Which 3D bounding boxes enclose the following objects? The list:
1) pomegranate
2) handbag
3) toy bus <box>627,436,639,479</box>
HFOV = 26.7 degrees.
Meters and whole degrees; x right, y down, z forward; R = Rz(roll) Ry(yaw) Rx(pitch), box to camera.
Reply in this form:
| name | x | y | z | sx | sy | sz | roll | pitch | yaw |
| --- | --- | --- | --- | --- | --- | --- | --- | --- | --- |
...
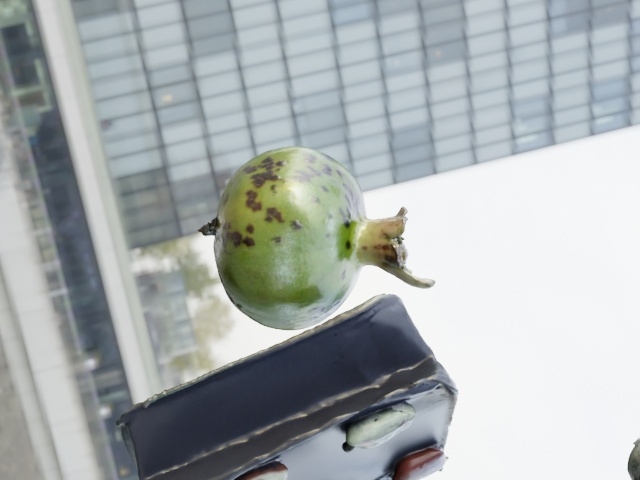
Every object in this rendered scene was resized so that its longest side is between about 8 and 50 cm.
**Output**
| name | x | y | z | sx | sy | sz | roll | pitch | yaw |
| --- | --- | --- | --- | --- | --- | --- | --- | --- | --- |
| pomegranate | 0.000 | 0.000 | 0.884 | 0.122 | 0.162 | 0.122 | 7 | 90 | -73 |
| handbag | -0.017 | 0.221 | 1.341 | 0.122 | 0.303 | 0.329 | 60 | -11 | 31 |
| toy bus | 0.309 | 0.343 | 1.289 | 0.152 | 0.330 | 0.144 | 46 | -7 | -37 |
